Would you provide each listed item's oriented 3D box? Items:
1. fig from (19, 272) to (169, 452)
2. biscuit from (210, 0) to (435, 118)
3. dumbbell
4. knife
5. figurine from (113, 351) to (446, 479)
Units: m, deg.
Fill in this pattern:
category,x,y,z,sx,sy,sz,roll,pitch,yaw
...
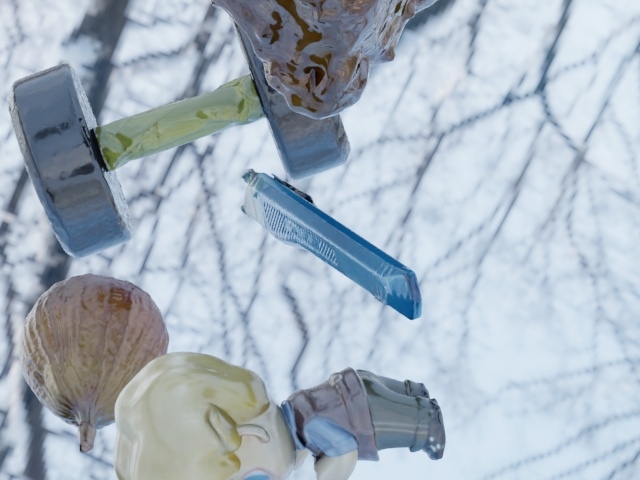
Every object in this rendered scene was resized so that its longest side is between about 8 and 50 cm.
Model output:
category,x,y,z,sx,sy,sz,roll,pitch,yaw
fig,-0.161,0.096,1.470,0.119,0.119,0.153,2,-149,-38
biscuit,0.066,-0.333,1.457,0.166,0.343,0.395,31,-127,14
dumbbell,-0.147,-0.124,2.049,0.322,0.204,0.204,-20,-142,-1
knife,0.002,0.000,1.261,0.026,0.044,0.296,-10,-161,-21
figurine,-0.027,0.119,1.177,0.196,0.108,0.114,0,-159,-13
